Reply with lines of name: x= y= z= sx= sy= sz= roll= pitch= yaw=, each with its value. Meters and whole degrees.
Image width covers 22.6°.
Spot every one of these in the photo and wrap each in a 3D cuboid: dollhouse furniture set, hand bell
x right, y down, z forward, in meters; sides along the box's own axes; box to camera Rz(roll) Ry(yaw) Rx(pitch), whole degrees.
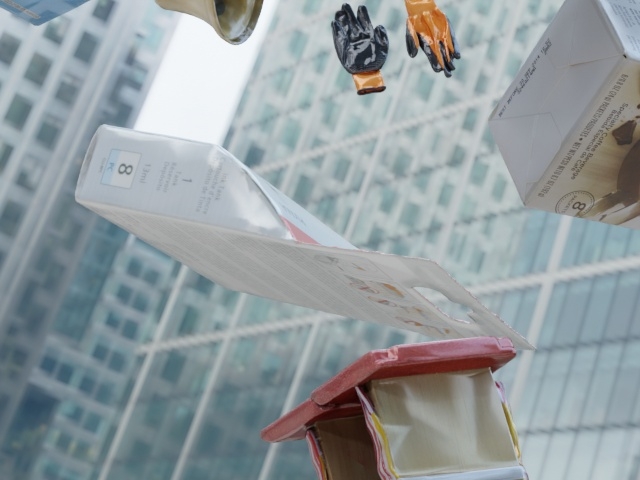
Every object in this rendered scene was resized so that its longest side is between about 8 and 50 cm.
dollhouse furniture set: x=0.176 y=0.176 z=1.046 sx=0.374 sy=0.201 sz=0.152 roll=-2 pitch=-23 yaw=-29
hand bell: x=-0.187 y=-0.260 z=1.542 sx=0.242 sy=0.126 sz=0.126 roll=7 pitch=-26 yaw=20

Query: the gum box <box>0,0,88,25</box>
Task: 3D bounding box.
gum box: x=-0.142 y=-0.181 z=0.526 sx=0.041 sy=0.184 sz=0.157 roll=-22 pitch=-20 yaw=21

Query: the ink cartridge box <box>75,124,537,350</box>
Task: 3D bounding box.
ink cartridge box: x=0.000 y=0.000 z=1.568 sx=0.385 sy=0.091 sz=0.308 roll=10 pitch=-14 yaw=28

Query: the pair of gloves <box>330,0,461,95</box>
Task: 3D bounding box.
pair of gloves: x=0.051 y=-0.136 z=1.090 sx=0.083 sy=0.074 sz=0.010 roll=-14 pitch=-26 yaw=-9

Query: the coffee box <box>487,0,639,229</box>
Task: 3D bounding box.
coffee box: x=0.320 y=-0.098 z=1.371 sx=0.297 sy=0.119 sz=0.168 roll=10 pitch=-49 yaw=-25
